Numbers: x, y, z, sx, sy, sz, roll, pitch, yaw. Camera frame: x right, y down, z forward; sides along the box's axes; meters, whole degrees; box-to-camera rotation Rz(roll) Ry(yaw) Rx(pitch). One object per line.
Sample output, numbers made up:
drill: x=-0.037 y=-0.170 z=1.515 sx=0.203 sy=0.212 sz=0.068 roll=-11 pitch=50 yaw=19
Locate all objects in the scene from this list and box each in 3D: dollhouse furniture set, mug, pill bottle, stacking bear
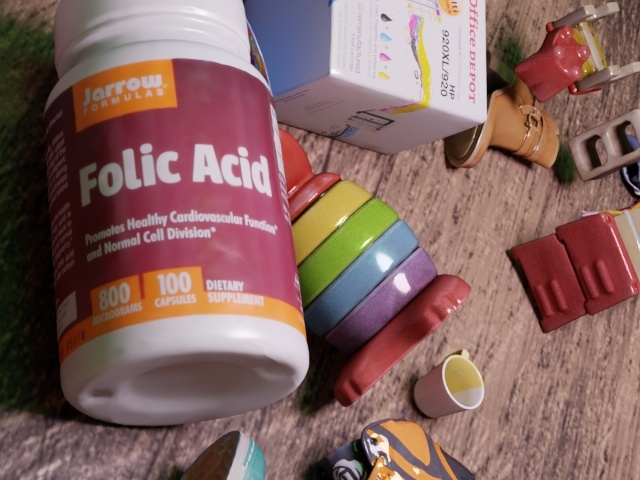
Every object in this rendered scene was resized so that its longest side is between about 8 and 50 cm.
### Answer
dollhouse furniture set: x=0.327 y=-0.098 z=1.881 sx=0.201 sy=0.152 sz=0.374 roll=-14 pitch=81 yaw=-46
mug: x=0.141 y=0.164 z=1.648 sx=0.078 sy=0.064 sz=0.062 roll=-24 pitch=84 yaw=-47
pill bottle: x=-0.142 y=-0.045 z=1.390 sx=0.224 sy=0.224 sz=0.392 roll=11 pitch=60 yaw=-38
stacking bear: x=0.000 y=0.000 z=1.552 sx=0.289 sy=0.175 sz=0.164 roll=47 pitch=17 yaw=2

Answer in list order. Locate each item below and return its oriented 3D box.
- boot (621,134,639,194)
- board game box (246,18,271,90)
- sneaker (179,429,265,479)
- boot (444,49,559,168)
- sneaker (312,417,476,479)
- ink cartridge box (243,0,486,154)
boot: x=0.474 y=-0.062 z=2.090 sx=0.086 sy=0.069 sz=0.190 roll=0 pitch=59 yaw=-35
board game box: x=-0.103 y=-0.192 z=1.577 sx=0.033 sy=0.169 sz=0.133 roll=-23 pitch=98 yaw=-17
sneaker: x=-0.093 y=0.321 z=1.321 sx=0.121 sy=0.108 sz=0.302 roll=34 pitch=56 yaw=-25
boot: x=0.242 y=-0.135 z=1.909 sx=0.152 sy=0.073 sz=0.197 roll=41 pitch=50 yaw=-27
sneaker: x=0.050 y=0.297 z=1.465 sx=0.180 sy=0.124 sz=0.321 roll=48 pitch=33 yaw=-5
ink cartridge box: x=0.051 y=-0.217 z=1.684 sx=0.233 sy=0.168 sz=0.171 roll=13 pitch=72 yaw=-38
